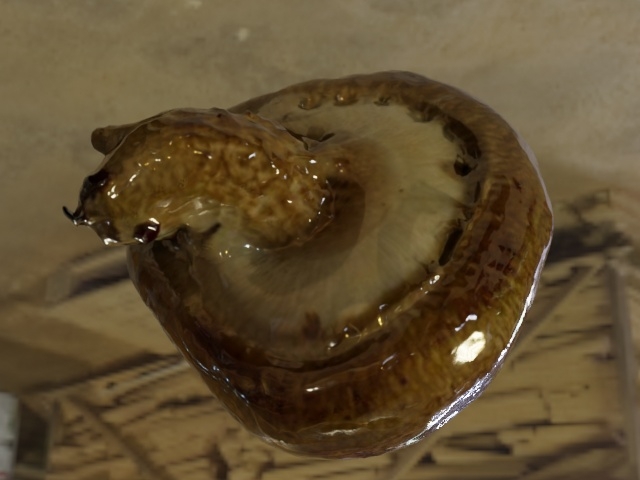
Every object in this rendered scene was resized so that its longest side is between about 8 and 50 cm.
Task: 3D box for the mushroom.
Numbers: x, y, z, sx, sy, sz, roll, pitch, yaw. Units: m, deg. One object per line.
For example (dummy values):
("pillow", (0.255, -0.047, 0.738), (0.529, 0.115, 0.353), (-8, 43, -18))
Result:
("mushroom", (0.000, 0.000, 0.950), (0.345, 0.345, 0.259), (-6, 145, 17))
